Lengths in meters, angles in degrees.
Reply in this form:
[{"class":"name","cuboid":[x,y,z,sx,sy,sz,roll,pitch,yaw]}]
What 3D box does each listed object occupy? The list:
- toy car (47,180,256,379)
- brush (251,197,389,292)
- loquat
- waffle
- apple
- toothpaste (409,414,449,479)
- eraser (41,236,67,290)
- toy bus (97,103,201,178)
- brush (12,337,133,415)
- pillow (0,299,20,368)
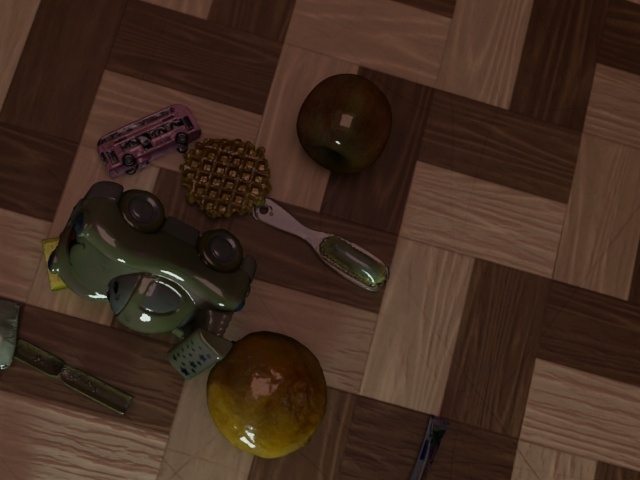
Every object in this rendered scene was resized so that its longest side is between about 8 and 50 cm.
[{"class":"toy car","cuboid":[-0.311,0.075,1.691,0.336,0.242,0.226,27,58,-19]},{"class":"brush","cuboid":[0.001,-0.002,1.879,0.313,0.067,0.072,32,77,2]},{"class":"loquat","cuboid":[-0.096,0.280,1.739,0.238,0.193,0.238,0,87,-5]},{"class":"waffle","cuboid":[-0.189,-0.127,1.885,0.191,0.038,0.191,1,74,-2]},{"class":"apple","cuboid":[0.050,-0.233,1.870,0.188,0.188,0.174,28,71,-1]},{"class":"toothpaste","cuboid":[0.204,0.424,1.833,0.045,0.028,0.170,28,73,-12]},{"class":"eraser","cuboid":[-0.466,0.036,1.819,0.122,0.045,0.097,-12,81,-11]},{"class":"toy bus","cuboid":[-0.340,-0.198,1.876,0.203,0.063,0.090,-27,80,-14]},{"class":"brush","cuboid":[-0.468,0.257,1.780,0.248,0.036,0.043,25,72,5]},{"class":"pillow","cuboid":[-0.680,0.161,1.761,0.229,0.051,0.128,9,75,-5]}]
